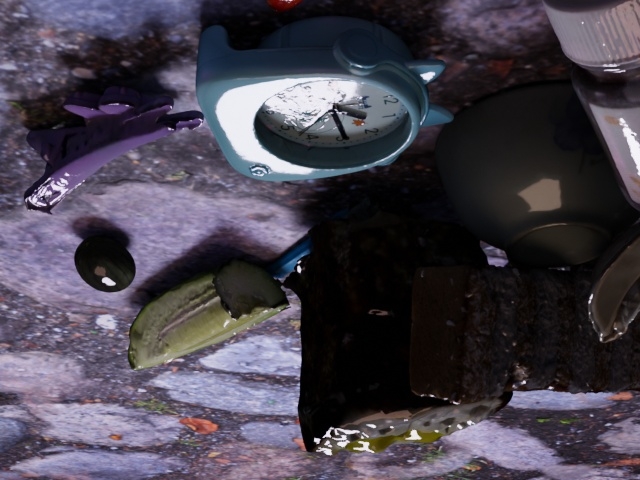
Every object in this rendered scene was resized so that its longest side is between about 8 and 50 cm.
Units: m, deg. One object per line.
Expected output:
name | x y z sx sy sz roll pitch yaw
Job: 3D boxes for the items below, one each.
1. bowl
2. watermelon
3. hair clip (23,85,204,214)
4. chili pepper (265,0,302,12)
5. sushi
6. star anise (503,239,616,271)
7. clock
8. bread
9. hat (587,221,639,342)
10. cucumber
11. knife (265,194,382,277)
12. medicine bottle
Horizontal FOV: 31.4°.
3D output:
bowl | 0.288 -0.056 1.416 0.289 0.146 0.289 0 152 0
watermelon | -0.316 0.034 1.669 0.078 0.078 0.110 -11 149 21
hair clip | -0.265 -0.127 1.364 0.278 0.090 0.137 -25 146 32
chili pepper | -0.010 -0.271 1.114 0.088 0.065 0.169 31 148 -19
sushi | 0.110 0.133 1.586 0.299 0.294 0.281 5 155 -34
star anise | 0.361 0.066 1.696 0.230 0.081 0.262 22 151 -11
clock | 0.009 -0.162 1.282 0.274 0.094 0.223 -6 152 8
bread | 0.291 0.117 1.454 0.417 0.165 0.113 4 179 -40
hat | 0.384 0.003 1.299 0.214 0.149 0.244 -26 140 9
cucumber | -0.195 0.117 1.802 0.145 0.105 0.325 -11 166 -43
knife | 0.000 -0.002 1.652 0.044 0.026 0.296 20 149 -27
medicine bottle | 0.334 -0.164 1.121 0.165 0.165 0.273 -15 129 26
